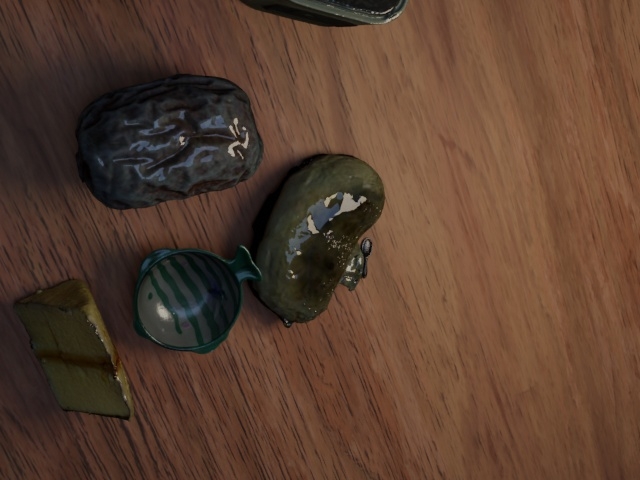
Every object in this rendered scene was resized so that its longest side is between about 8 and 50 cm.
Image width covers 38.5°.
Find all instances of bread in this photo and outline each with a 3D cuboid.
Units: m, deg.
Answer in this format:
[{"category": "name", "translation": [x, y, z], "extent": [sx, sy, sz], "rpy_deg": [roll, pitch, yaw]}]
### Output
[{"category": "bread", "translation": [-0.421, 0.207, 1.587], "extent": [0.135, 0.178, 0.240], "rpy_deg": [-22, 111, -16]}]

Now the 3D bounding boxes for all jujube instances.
[{"category": "jujube", "translation": [-0.255, -0.168, 1.541], "extent": [0.316, 0.226, 0.226], "rpy_deg": [-14, 107, -11]}]

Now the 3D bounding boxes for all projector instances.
[{"category": "projector", "translation": [0.008, -0.499, 1.544], "extent": [0.248, 0.249, 0.249], "rpy_deg": [10, 97, -22]}]

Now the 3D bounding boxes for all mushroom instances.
[{"category": "mushroom", "translation": [0.001, 0.000, 1.722], "extent": [0.247, 0.130, 0.344], "rpy_deg": [39, 88, -19]}]

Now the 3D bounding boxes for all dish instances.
[{"category": "dish", "translation": [-0.232, 0.090, 1.676], "extent": [0.246, 0.078, 0.224], "rpy_deg": [-30, 112, -3]}]

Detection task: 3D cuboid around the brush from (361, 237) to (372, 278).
[{"category": "brush", "translation": [0.091, 0.036, 1.827], "extent": [0.024, 0.008, 0.083], "rpy_deg": [1, 102, -24]}]
